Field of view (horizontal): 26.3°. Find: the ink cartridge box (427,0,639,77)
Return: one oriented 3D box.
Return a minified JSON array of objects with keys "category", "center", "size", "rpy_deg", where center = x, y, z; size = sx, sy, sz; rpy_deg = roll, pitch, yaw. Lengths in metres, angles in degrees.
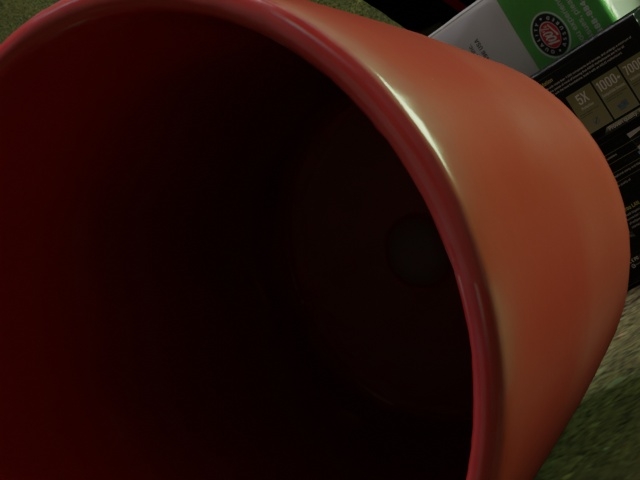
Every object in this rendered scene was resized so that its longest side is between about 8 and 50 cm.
[{"category":"ink cartridge box","center":[0.152,-0.074,1.031],"size":[0.289,0.211,0.121],"rpy_deg":[-31,3,41]}]

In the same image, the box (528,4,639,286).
[{"category":"box","center":[0.171,-0.043,0.886],"size":[0.180,0.147,0.077],"rpy_deg":[-33,2,29]}]

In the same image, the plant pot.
[{"category":"plant pot","center":[0.003,0.023,0.596],"size":[0.275,0.275,0.243],"rpy_deg":[-32,-7,32]}]

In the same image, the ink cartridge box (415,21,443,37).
[{"category":"ink cartridge box","center":[0.092,-0.057,1.308],"size":[0.193,0.235,0.088],"rpy_deg":[-31,3,34]}]

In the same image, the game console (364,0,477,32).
[{"category":"game console","center":[0.162,-0.216,1.245],"size":[0.342,0.386,0.060],"rpy_deg":[21,87,51]}]
